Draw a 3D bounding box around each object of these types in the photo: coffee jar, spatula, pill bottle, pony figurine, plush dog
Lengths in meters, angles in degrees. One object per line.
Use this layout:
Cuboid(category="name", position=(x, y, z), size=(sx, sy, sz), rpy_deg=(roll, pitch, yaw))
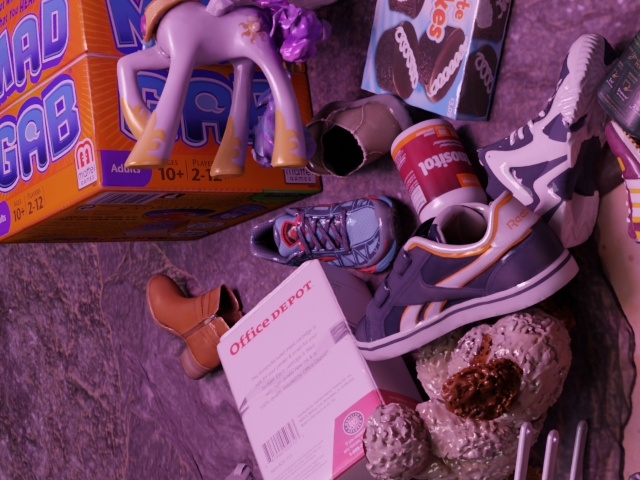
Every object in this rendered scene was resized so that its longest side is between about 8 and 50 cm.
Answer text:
Cuboid(category="coffee jar", position=(0.360, -0.193, 1.265), size=(0.184, 0.079, 0.096), rpy_deg=(-62, 39, 33))
Cuboid(category="spatula", position=(0.238, 0.313, 1.376), size=(0.019, 0.168, 0.242), rpy_deg=(8, 91, 42))
Cuboid(category="pill bottle", position=(0.150, -0.065, 1.536), size=(0.086, 0.086, 0.152), rpy_deg=(-46, 57, 42))
Cuboid(category="pony figurine", position=(-0.101, -0.267, 1.594), size=(0.303, 0.351, 0.363), rpy_deg=(159, 109, -73))
Cuboid(category="plush dog", position=(0.197, 0.171, 1.406), size=(0.211, 0.262, 0.225), rpy_deg=(34, 134, 9))

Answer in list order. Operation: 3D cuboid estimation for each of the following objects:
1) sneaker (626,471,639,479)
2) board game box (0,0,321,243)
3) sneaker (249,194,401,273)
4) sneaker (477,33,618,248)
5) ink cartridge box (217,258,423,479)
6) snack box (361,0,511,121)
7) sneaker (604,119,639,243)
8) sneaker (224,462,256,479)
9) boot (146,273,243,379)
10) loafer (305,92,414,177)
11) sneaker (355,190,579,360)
Cuboid(category="sneaker", position=(0.324, 0.345, 1.291), size=(0.343, 0.146, 0.134), rpy_deg=(-48, 54, 22))
Cuboid(category="board game box", position=(-0.264, -0.203, 1.848), size=(0.356, 0.356, 0.356), rpy_deg=(-19, 76, 51))
Cuboid(category="sneaker", position=(0.000, 0.000, 1.699), size=(0.262, 0.125, 0.104), rpy_deg=(-12, 82, 52))
Cuboid(category="sneaker", position=(0.241, -0.120, 1.408), size=(0.153, 0.094, 0.235), rpy_deg=(20, 117, 42))
Cuboid(category="ink cartridge box", position=(0.006, 0.198, 1.640), size=(0.207, 0.117, 0.283), rpy_deg=(-42, 50, 22))
Cuboid(category="snack box", position=(0.154, -0.322, 1.545), size=(0.187, 0.060, 0.322), rpy_deg=(27, 111, 49))
Cuboid(category="sneaker", position=(0.337, -0.043, 1.307), size=(0.084, 0.069, 0.185), rpy_deg=(-53, 50, 32))
Cuboid(category="sneaker", position=(-0.073, 0.429, 1.776), size=(0.105, 0.115, 0.281), rpy_deg=(5, 136, 29))
Cuboid(category="boot", position=(-0.193, 0.107, 2.000), size=(0.197, 0.073, 0.152), rpy_deg=(59, 136, 16))
Cuboid(category="loafer", position=(0.024, -0.131, 1.654), size=(0.094, 0.087, 0.251), rpy_deg=(58, 154, -6))
Cuboid(category="sneaker", position=(0.138, 0.036, 1.438), size=(0.321, 0.126, 0.127), rpy_deg=(-28, 100, 44))
